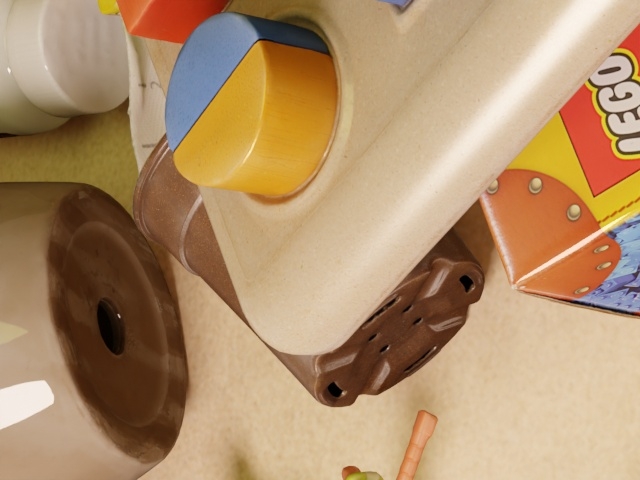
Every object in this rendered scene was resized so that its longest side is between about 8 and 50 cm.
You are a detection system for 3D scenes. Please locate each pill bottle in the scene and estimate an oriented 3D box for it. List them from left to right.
[{"bbox_3d":[-0.240,-0.133,1.388,0.221,0.121,0.121,-3,80,38],"label":"pill bottle"}]

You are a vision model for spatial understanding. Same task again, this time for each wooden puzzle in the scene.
[{"bbox_3d":[-0.010,-0.165,0.989,0.322,0.080,0.348,-49,54,35],"label":"wooden puzzle"}]

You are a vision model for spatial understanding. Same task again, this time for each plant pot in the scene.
[{"bbox_3d":[-0.252,0.091,1.270,0.280,0.323,0.323,-15,72,18],"label":"plant pot"},{"bbox_3d":[0.000,0.000,1.153,0.167,0.167,0.165,-49,63,22],"label":"plant pot"}]

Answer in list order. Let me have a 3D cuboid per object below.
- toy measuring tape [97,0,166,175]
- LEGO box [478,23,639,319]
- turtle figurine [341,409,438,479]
[{"bbox_3d":[-0.091,-0.177,1.290,0.121,0.121,0.330,-13,83,37],"label":"toy measuring tape"},{"bbox_3d":[0.207,-0.265,1.002,0.372,0.193,0.500,-33,63,30],"label":"LEGO box"},{"bbox_3d":[0.004,0.217,1.150,0.217,0.087,0.269,13,99,47],"label":"turtle figurine"}]
